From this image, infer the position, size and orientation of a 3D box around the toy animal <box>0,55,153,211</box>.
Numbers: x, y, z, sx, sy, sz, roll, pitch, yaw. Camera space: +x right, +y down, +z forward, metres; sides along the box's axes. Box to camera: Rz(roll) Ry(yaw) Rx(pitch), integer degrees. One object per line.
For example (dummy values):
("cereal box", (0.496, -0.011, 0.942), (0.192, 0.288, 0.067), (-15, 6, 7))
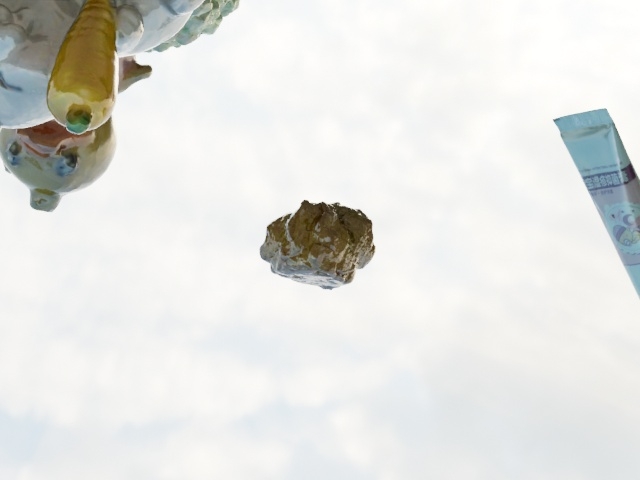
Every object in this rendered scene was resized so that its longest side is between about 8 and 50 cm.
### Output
("toy animal", (-0.299, -0.173, 1.846), (0.195, 0.281, 0.169), (13, 176, 4))

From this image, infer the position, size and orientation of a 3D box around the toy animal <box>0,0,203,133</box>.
("toy animal", (-0.144, -0.080, 0.805), (0.181, 0.127, 0.131), (-40, -109, -19))

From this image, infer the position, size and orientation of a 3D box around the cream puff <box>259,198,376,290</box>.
("cream puff", (0.000, 0.000, 1.684), (0.122, 0.094, 0.116), (15, 168, -1))

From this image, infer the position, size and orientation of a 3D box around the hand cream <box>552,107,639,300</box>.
("hand cream", (0.365, -0.001, 1.796), (0.058, 0.331, 0.085), (-33, -166, -31))

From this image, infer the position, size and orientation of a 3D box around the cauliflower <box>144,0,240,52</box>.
("cauliflower", (-0.178, -0.257, 1.155), (0.256, 0.239, 0.315), (-2, -120, 38))
